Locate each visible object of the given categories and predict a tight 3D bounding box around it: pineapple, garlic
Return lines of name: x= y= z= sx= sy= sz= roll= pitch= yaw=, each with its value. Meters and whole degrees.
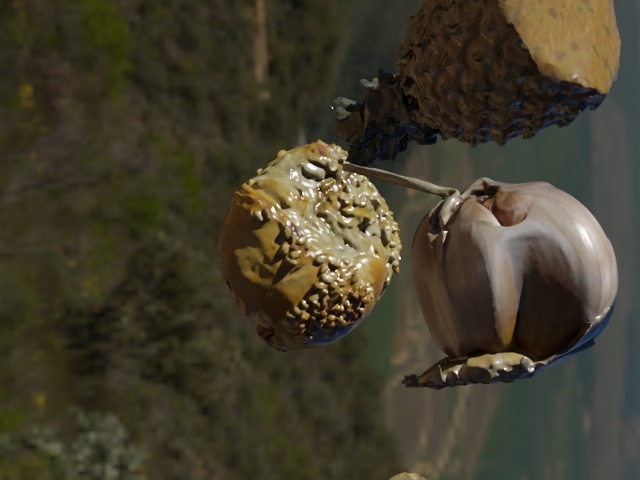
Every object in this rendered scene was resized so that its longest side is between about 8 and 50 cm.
pineapple: x=0.140 y=-0.174 z=1.871 sx=0.202 sy=0.362 sz=0.202 roll=19 pitch=60 yaw=-37
garlic: x=0.110 y=0.038 z=1.490 sx=0.207 sy=0.257 sz=0.207 roll=22 pitch=90 yaw=-85

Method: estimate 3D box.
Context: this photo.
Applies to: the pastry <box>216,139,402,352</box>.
pastry: x=0.000 y=0.000 z=2.393 sx=0.255 sy=0.162 sz=0.311 roll=59 pitch=38 yaw=-16

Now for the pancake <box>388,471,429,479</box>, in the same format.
pancake: x=0.163 y=0.414 z=1.794 sx=0.382 sy=0.071 sz=0.382 roll=49 pitch=21 yaw=-27
